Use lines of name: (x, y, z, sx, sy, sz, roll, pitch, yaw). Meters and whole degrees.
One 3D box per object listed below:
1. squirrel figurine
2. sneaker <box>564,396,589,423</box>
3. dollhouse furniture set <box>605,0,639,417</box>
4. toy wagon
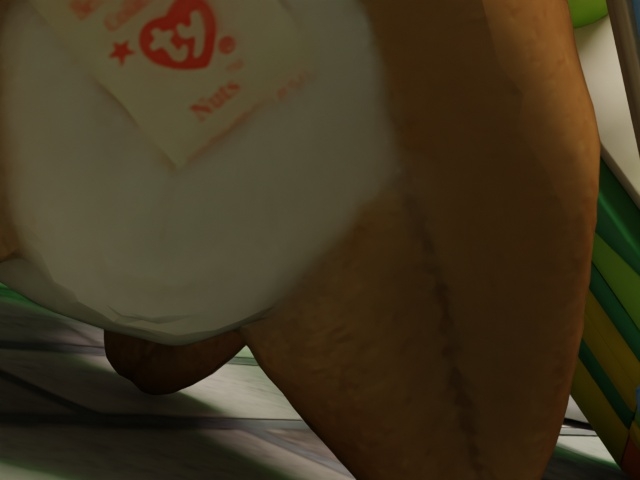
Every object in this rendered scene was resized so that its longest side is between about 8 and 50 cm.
squirrel figurine: (-0.052, -0.137, 0.673, 0.281, 0.397, 0.370, 10, 14, -10)
sneaker: (0.185, 0.031, 1.033, 0.366, 0.150, 0.135, 14, 4, -24)
dollhouse furniture set: (0.195, -0.051, 0.369, 0.286, 0.198, 0.303, -15, 16, 1)
toy wagon: (0.101, -0.039, 0.776, 0.344, 0.068, 0.267, 57, -10, 23)
